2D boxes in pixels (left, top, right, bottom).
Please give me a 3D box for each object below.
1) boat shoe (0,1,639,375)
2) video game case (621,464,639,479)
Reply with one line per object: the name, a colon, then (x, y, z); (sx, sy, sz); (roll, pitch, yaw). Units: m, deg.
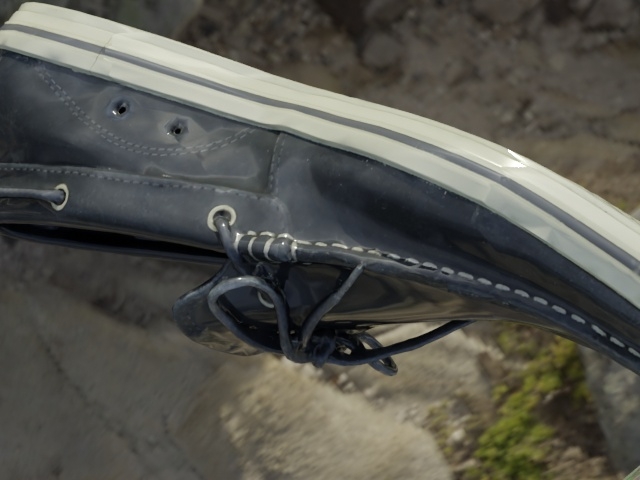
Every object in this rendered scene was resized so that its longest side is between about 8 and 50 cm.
boat shoe: (0.000, 0.000, 0.884); (0.500, 0.187, 0.156); (20, 86, 28)
video game case: (0.155, 0.070, 0.569); (0.212, 0.193, 0.023); (-26, 75, -44)
